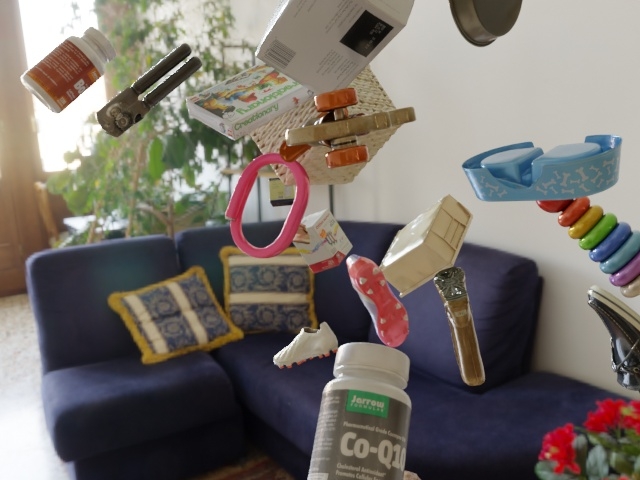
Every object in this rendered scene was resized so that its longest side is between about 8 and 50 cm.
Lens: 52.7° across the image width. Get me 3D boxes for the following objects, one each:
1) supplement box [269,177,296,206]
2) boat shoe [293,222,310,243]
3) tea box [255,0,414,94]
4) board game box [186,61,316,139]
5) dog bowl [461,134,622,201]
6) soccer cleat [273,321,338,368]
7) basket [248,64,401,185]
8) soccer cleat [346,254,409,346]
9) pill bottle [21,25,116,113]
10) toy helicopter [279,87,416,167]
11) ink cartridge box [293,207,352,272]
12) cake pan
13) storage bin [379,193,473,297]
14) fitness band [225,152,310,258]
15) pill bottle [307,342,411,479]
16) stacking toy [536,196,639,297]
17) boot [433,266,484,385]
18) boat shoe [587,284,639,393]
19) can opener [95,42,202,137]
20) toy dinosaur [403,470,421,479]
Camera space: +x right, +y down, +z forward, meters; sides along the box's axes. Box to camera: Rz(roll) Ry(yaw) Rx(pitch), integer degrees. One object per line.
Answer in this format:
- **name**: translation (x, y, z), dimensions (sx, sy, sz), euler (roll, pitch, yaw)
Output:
- **supplement box**: translation (-0.124, -0.160, 2.123), dimensions (0.083, 0.083, 0.056), euler (-4, -12, 4)
- **boat shoe**: translation (-0.068, -0.026, 1.852), dimensions (0.062, 0.059, 0.170), euler (11, 2, -22)
- **tea box**: translation (0.054, -0.548, 1.413), dimensions (0.219, 0.324, 0.329), euler (28, -27, -17)
- **board game box**: translation (-0.167, -0.375, 1.676), dimensions (0.305, 0.053, 0.193), euler (-36, 50, -29)
- **dog bowl**: translation (0.403, -0.129, 1.187), dimensions (0.165, 0.074, 0.297), euler (-29, 20, -37)
- **soccer cleat**: translation (-0.038, 0.240, 1.483), dimensions (0.196, 0.076, 0.068), euler (-25, -8, 40)
- **basket**: translation (0.010, -0.359, 1.932), dimensions (0.331, 0.267, 0.328), euler (-5, -34, -48)
- **soccer cleat**: translation (0.130, 0.136, 1.459), dimensions (0.083, 0.248, 0.095), euler (-33, 31, -7)
- **pill bottle**: translation (-0.615, -0.425, 1.597), dimensions (0.216, 0.121, 0.121), euler (-47, 27, -14)
- **toy helicopter**: translation (0.067, -0.238, 1.362), dimensions (0.234, 0.140, 0.355), euler (-4, 11, 45)
- **ink cartridge box**: translation (0.000, 0.000, 2.304), dimensions (0.127, 0.176, 0.128), euler (-20, 21, 41)
- **cake pan**: translation (0.407, -0.620, 1.559), dimensions (0.054, 0.294, 0.293), euler (10, 17, 44)
- **storage bin**: translation (0.341, 0.012, 2.111), dimensions (0.262, 0.123, 0.260), euler (-42, 12, 49)
- **fitness band**: translation (-0.144, -0.095, 1.756), dimensions (0.208, 0.291, 0.054), euler (24, 7, 24)
- **pill bottle**: translation (0.091, 0.423, 1.418), dimensions (0.204, 0.361, 0.204), euler (8, -27, 4)
- **stacking toy**: translation (0.633, -0.023, 1.494), dimensions (0.330, 0.141, 0.141), euler (42, 24, 9)
- **boot**: translation (0.397, 0.239, 1.844), dimensions (0.089, 0.270, 0.236), euler (-12, 22, 13)
- **boat shoe**: translation (0.900, 0.345, 1.821), dimensions (0.156, 0.500, 0.187), euler (-37, 3, 8)
- **can opener**: translation (-0.405, -0.352, 1.526), dimensions (0.283, 0.076, 0.095), euler (-40, 14, -2)
- **toy dinosaur**: translation (0.179, 0.620, 1.647), dimensions (0.295, 0.127, 0.200), euler (13, 5, 13)
